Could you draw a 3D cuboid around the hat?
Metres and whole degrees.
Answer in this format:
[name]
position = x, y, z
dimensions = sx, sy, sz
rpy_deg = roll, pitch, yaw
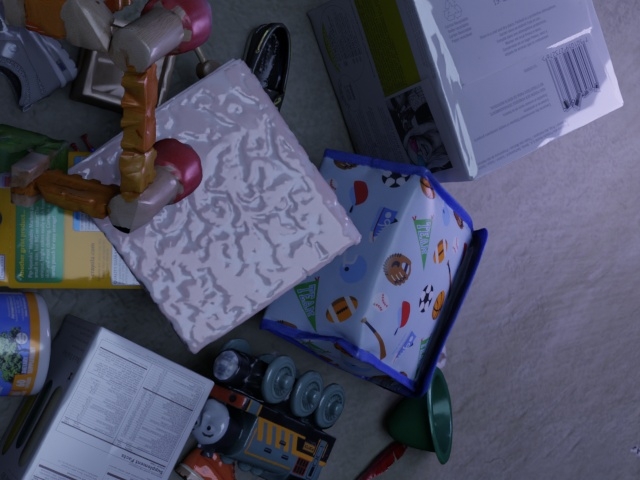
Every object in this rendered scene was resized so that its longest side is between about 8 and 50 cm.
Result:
[hat]
position = 0.133, 0.334, 1.822
dimensions = 0.208, 0.184, 0.173
rpy_deg = -64, 141, -60

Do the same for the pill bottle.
[pill bottle]
position = -0.529, 0.145, 1.393
dimensions = 0.272, 0.152, 0.152
rpy_deg = 2, 91, -28

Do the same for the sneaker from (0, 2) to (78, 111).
[sneaker]
position = -0.481, -0.309, 1.430
dimensions = 0.281, 0.105, 0.115
rpy_deg = 47, 71, -21

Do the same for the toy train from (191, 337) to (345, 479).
[toy train]
position = -0.081, 0.284, 1.598
dimensions = 0.334, 0.142, 0.190
rpy_deg = 38, 71, -54

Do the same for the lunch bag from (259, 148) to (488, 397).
[lunch bag]
position = 0.121, 0.075, 1.674
dimensions = 0.385, 0.239, 0.327
rpy_deg = 41, 69, -57

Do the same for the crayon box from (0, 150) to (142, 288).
[crayon box]
position = -0.349, -0.030, 1.488
dimensions = 0.323, 0.083, 0.203
rpy_deg = 1, 89, -13

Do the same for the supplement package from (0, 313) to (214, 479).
[supplement package]
position = -0.329, 0.275, 1.477
dimensions = 0.198, 0.199, 0.262
rpy_deg = 31, 78, -25

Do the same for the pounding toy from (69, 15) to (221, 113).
[pounding toy]
position = -0.264, -0.282, 1.552
dimensions = 0.206, 0.094, 0.181
rpy_deg = 14, 86, -28

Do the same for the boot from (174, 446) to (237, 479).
[boot]
position = -0.158, 0.396, 1.654
dimensions = 0.158, 0.059, 0.084
rpy_deg = 45, 67, -21

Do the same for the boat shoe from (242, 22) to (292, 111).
[boat shoe]
position = -0.098, -0.250, 1.655
dimensions = 0.081, 0.069, 0.227
rpy_deg = 9, 87, -28

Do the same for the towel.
[towel]
position = -0.153, -0.050, 1.461
dimensions = 0.317, 0.053, 0.331
rpy_deg = -35, 95, -10

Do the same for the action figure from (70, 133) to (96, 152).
[action figure]
position = -0.343, -0.110, 1.554
dimensions = 0.038, 0.030, 0.115
rpy_deg = -44, 113, -23

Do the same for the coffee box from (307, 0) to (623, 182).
[coffee box]
position = 0.236, -0.308, 1.680
dimensions = 0.338, 0.334, 0.338
rpy_deg = -25, 101, -24

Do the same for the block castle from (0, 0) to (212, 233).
[block castle]
position = -0.374, -0.217, 1.292
dimensions = 0.453, 0.213, 0.303
rpy_deg = 14, 120, 11
